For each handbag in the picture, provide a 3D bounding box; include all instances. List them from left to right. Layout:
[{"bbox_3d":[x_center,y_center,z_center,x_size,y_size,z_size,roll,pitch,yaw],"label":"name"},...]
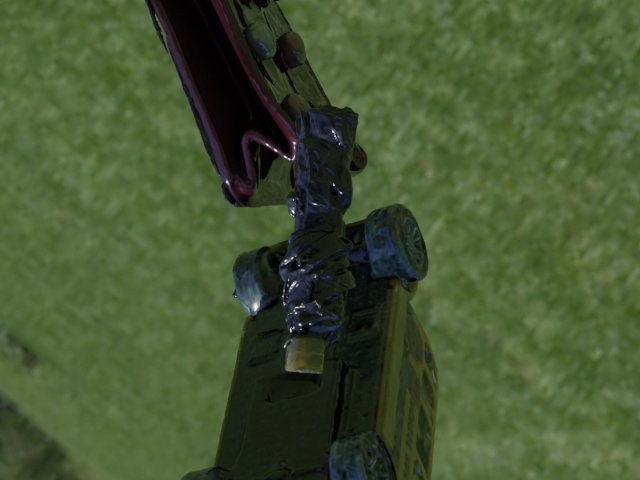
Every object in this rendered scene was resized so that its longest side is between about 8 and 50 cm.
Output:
[{"bbox_3d":[-0.050,-0.129,1.211,0.216,0.074,0.203,66,-169,6],"label":"handbag"}]

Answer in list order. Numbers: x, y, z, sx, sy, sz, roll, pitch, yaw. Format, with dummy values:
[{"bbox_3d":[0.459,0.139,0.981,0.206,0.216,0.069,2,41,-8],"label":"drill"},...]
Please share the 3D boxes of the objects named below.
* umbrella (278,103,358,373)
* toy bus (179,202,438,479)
[{"bbox_3d":[0.000,0.000,0.951,0.040,0.144,0.037,3,172,16],"label":"umbrella"},{"bbox_3d":[0.004,0.123,1.050,0.121,0.336,0.123,-16,125,20],"label":"toy bus"}]
